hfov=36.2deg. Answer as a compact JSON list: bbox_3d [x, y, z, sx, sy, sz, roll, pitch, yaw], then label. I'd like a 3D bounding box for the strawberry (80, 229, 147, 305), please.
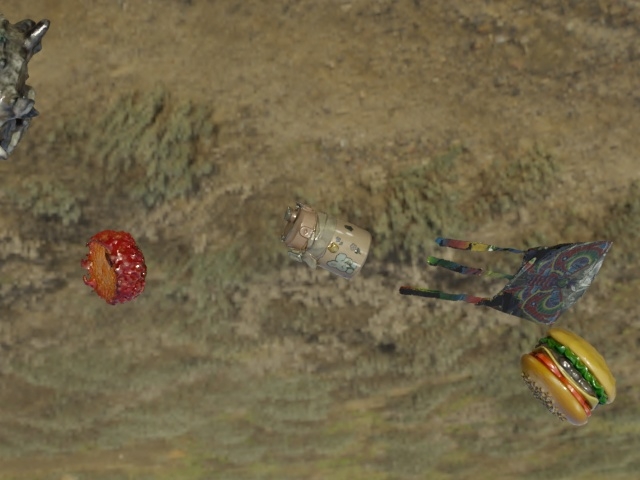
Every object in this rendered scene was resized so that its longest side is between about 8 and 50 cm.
[{"bbox_3d":[-0.368,0.047,1.770,0.086,0.145,0.145,-25,170,-35],"label":"strawberry"}]

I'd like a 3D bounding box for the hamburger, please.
[{"bbox_3d":[0.397,0.219,1.582,0.115,0.162,0.162,-39,156,-6],"label":"hamburger"}]

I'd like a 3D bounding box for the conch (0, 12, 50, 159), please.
[{"bbox_3d":[-0.460,-0.199,1.317,0.186,0.313,0.240,-11,124,-37],"label":"conch"}]

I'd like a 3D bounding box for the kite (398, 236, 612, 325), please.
[{"bbox_3d":[0.237,0.048,1.237,0.286,0.015,0.152,7,126,-28],"label":"kite"}]

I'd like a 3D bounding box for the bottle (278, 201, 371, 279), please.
[{"bbox_3d":[0.000,-0.001,1.637,0.152,0.098,0.099,24,147,-17],"label":"bottle"}]
